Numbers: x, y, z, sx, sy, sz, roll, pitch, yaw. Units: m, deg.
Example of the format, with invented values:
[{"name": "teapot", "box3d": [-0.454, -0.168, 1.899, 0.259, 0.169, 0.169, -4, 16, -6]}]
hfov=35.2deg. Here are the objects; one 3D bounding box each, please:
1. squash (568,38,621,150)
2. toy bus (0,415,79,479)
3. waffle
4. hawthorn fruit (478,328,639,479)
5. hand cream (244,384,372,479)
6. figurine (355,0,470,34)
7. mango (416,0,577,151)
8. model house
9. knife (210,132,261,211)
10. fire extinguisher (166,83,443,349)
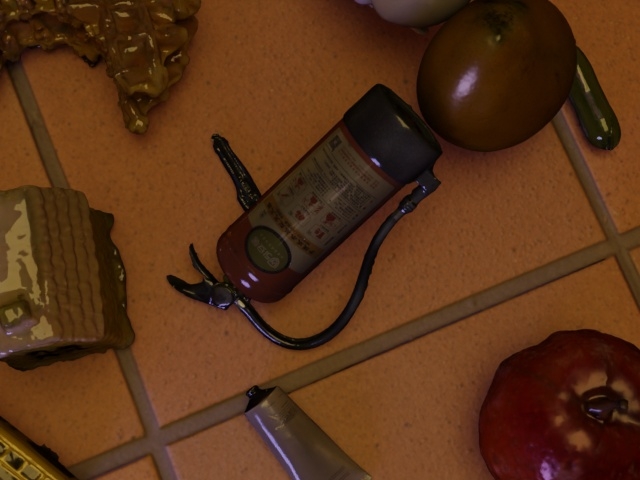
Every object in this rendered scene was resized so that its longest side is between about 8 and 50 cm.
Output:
[{"name": "squash", "box3d": [0.362, -0.205, 1.390, 0.052, 0.052, 0.183, -22, 79, -10]}, {"name": "toy bus", "box3d": [-0.440, 0.240, 1.168, 0.330, 0.144, 0.152, 38, 77, 2]}, {"name": "waffle", "box3d": [-0.322, -0.292, 1.298, 0.324, 0.151, 0.261, 13, 72, -6]}, {"name": "hawthorn fruit", "box3d": [0.309, 0.208, 1.179, 0.242, 0.271, 0.242, -1, 73, 4]}, {"name": "hand cream", "box3d": [-0.026, 0.254, 1.253, 0.087, 0.054, 0.186, -40, 90, -17]}, {"name": "figurine", "box3d": [0.040, -0.412, 1.344, 0.394, 0.274, 0.226, 15, 115, 21]}, {"name": "mango", "box3d": [0.217, -0.212, 1.258, 0.173, 0.317, 0.211, 39, 107, 14]}, {"name": "model house", "box3d": [-0.323, 0.042, 1.177, 0.175, 0.234, 0.193, -9, 80, -7]}, {"name": "knife", "box3d": [-0.113, -0.089, 1.337, 0.031, 0.018, 0.121, -29, 80, -13]}, {"name": "fire extinguisher", "box3d": [-0.005, -0.001, 1.234, 0.376, 0.113, 0.200, -41, 76, 18]}]
